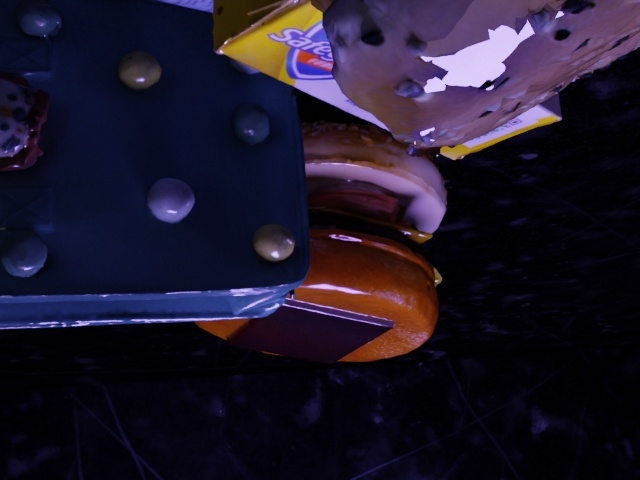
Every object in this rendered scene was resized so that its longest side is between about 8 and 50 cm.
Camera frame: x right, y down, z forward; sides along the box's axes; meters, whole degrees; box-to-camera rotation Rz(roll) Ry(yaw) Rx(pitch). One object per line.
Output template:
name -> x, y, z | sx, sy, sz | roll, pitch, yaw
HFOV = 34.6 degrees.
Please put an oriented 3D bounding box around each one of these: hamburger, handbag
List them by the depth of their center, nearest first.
hamburger -> 0.130, -0.191, 0.486 | 0.277, 0.195, 0.318 | -29, 180, 34
handbag -> -0.140, -0.069, 0.786 | 0.274, 0.268, 0.100 | 3, 159, -21
hamburger -> 0.000, 0.000, 1.101 | 0.291, 0.225, 0.291 | 1, 157, 0

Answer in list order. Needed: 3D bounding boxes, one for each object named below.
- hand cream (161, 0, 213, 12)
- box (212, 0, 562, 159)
hand cream -> -0.097, -0.199, 0.745 | 0.271, 0.058, 0.091 | 4, 143, -33
box -> 0.050, -0.173, 0.686 | 0.097, 0.168, 0.265 | -16, 157, 37
